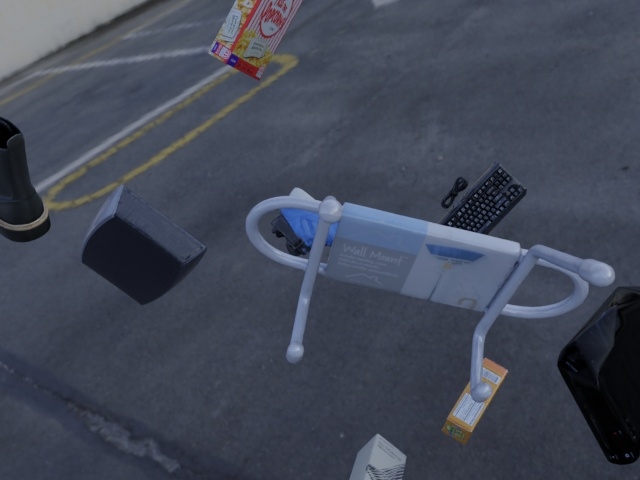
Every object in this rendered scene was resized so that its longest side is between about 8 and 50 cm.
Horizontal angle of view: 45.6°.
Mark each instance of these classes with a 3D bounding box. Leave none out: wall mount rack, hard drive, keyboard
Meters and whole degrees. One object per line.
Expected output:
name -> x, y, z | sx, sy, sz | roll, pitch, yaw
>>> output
wall mount rack -> 0.094, 0.036, 0.695 | 0.350, 0.304, 0.130 | 12, 56, -1
hard drive -> -0.291, 0.020, 1.197 | 0.254, 0.172, 0.054 | -35, 21, 56
keyboard -> 0.263, -0.056, 1.332 | 0.180, 0.108, 0.023 | -47, 2, 8

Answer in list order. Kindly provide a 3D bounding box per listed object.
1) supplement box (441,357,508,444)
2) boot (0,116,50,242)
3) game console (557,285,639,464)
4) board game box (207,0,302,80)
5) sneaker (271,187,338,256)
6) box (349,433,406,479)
supplement box -> 0.414, 0.428, 2.038 | 0.080, 0.078, 0.233 | 31, 53, 20
boot -> -0.383, -0.100, 0.850 | 0.198, 0.137, 0.077 | 26, 47, 19
game console -> 0.406, 0.236, 0.871 | 0.213, 0.361, 0.044 | -30, 2, -42
board game box -> -0.107, -0.392, 1.352 | 0.045, 0.193, 0.147 | 33, 10, 15
sneaker -> 0.000, 0.000, 1.052 | 0.152, 0.058, 0.084 | 35, 86, 14
box -> 0.140, 0.627, 1.964 | 0.094, 0.113, 0.275 | -51, 2, 21
